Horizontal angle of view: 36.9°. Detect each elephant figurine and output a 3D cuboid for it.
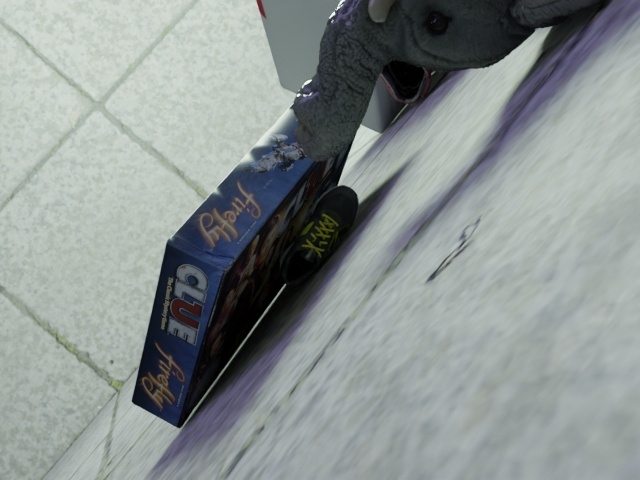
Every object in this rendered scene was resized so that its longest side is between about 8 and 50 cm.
[{"bbox_3d":[0.093,-0.169,0.518,0.186,0.239,0.169,8,19,41],"label":"elephant figurine"}]

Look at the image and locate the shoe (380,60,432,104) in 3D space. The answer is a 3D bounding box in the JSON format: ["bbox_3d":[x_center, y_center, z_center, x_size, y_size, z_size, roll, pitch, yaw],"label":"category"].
[{"bbox_3d":[0.092,-0.217,0.944,0.178,0.063,0.081,82,-162,-56],"label":"shoe"}]

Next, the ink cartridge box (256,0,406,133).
[{"bbox_3d":[0.103,-0.363,1.096,0.385,0.160,0.279,-51,-28,-20],"label":"ink cartridge box"}]

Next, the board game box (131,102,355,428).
[{"bbox_3d":[-0.045,-0.002,0.695,0.243,0.042,0.165,-55,-11,-46],"label":"board game box"}]

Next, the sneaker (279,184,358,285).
[{"bbox_3d":[0.000,0.000,0.664,0.083,0.031,0.035,-57,8,19],"label":"sneaker"}]
